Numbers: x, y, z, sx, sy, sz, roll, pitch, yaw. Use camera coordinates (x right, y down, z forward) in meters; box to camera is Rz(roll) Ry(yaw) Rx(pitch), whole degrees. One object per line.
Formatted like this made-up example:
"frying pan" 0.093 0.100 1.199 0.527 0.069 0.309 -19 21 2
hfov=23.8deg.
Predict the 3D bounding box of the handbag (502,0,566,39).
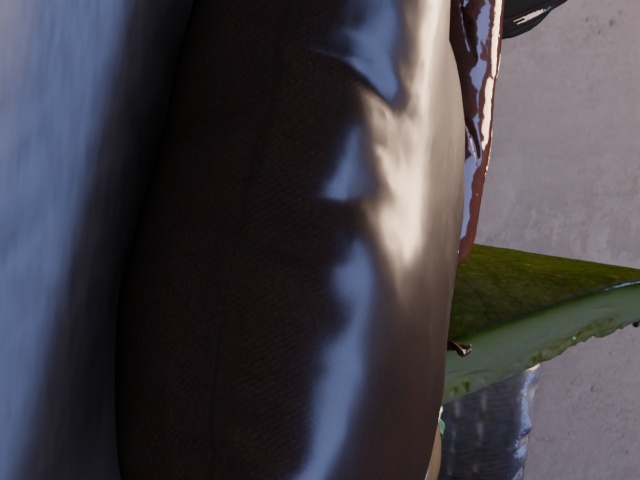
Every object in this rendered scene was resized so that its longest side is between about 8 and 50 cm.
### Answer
"handbag" 0.229 -0.367 1.584 0.302 0.178 0.275 89 13 -54

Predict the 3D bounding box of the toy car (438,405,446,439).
"toy car" 0.035 0.197 1.211 0.224 0.076 0.090 122 -13 -58

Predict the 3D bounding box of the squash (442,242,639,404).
"squash" 0.110 0.067 0.943 0.093 0.252 0.169 83 18 -60

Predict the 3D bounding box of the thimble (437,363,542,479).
"thimble" 0.114 0.122 1.369 0.205 0.172 0.236 85 18 -71

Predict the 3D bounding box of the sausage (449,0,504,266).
"sausage" 0.070 -0.182 0.893 0.088 0.088 0.433 -22 115 -81

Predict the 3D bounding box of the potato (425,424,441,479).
"potato" 0.008 0.112 0.814 0.112 0.112 0.147 90 19 -51

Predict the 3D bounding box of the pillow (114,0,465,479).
"pillow" 0.000 0.000 0.591 0.308 0.108 0.305 66 33 -75

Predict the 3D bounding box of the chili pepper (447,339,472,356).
"chili pepper" 0.020 0.151 0.919 0.050 0.059 0.268 -43 163 -57
